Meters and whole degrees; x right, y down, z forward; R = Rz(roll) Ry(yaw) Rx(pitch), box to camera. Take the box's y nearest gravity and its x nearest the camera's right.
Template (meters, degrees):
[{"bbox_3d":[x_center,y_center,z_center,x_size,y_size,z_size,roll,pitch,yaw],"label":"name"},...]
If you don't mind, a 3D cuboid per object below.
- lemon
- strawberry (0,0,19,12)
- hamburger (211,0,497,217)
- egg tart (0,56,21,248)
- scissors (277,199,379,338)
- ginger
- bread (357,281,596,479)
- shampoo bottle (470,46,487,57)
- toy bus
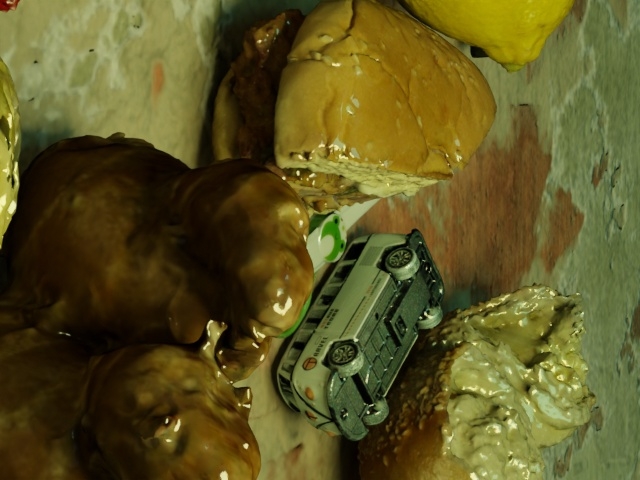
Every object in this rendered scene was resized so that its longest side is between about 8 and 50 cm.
[{"bbox_3d":[0.134,-0.264,1.635,0.187,0.187,0.244,-11,76,-57],"label":"lemon"},{"bbox_3d":[-0.203,-0.213,1.217,0.192,0.085,0.140,-4,97,-59],"label":"strawberry"},{"bbox_3d":[0.025,-0.105,1.542,0.245,0.155,0.282,56,38,-32],"label":"hamburger"},{"bbox_3d":[-0.267,-0.033,1.110,0.279,0.095,0.279,-26,126,-43],"label":"egg tart"},{"bbox_3d":[0.000,0.000,1.633,0.204,0.027,0.101,-41,130,-45],"label":"scissors"},{"bbox_3d":[-0.125,0.090,1.223,0.152,0.274,0.357,41,62,-48],"label":"ginger"},{"bbox_3d":[0.128,0.165,1.728,0.171,0.192,0.314,50,40,-9],"label":"bread"},{"bbox_3d":[0.163,-0.297,1.783,0.127,0.078,0.256,-18,109,-61],"label":"shampoo bottle"},{"bbox_3d":[0.032,0.080,1.640,0.194,0.089,0.087,-59,139,-33],"label":"toy bus"}]
